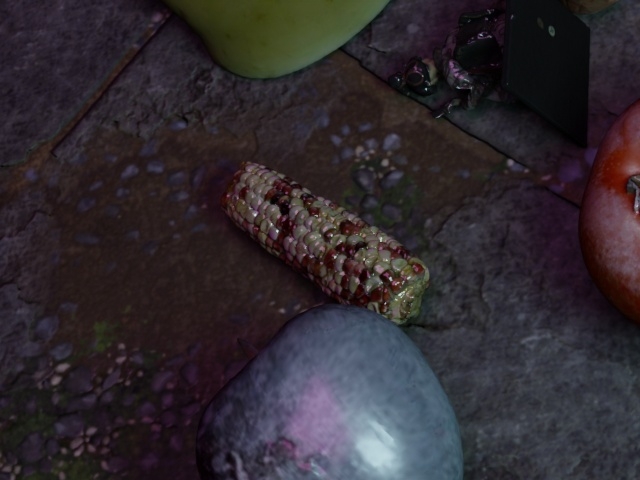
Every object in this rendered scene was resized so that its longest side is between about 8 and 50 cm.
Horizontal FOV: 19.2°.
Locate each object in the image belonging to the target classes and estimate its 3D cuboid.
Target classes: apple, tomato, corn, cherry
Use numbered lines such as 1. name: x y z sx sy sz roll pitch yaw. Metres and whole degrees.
1. apple: -0.059 -0.395 2.242 0.360 0.311 0.320 -45 106 -6
2. tomato: 0.393 -0.022 1.843 0.270 0.227 0.270 -19 55 29
3. corn: 0.000 0.000 2.025 0.280 0.092 0.092 34 78 29
4. cherry: 0.008 0.197 1.858 0.255 0.218 0.296 -42 74 -10

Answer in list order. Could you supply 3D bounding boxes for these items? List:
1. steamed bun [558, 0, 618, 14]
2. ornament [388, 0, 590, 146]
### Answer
1. steamed bun: 0.297 -0.346 2.079 0.106 0.145 0.175 6 71 18
2. ornament: 0.174 -0.186 2.080 0.196 0.153 0.166 -14 58 37
